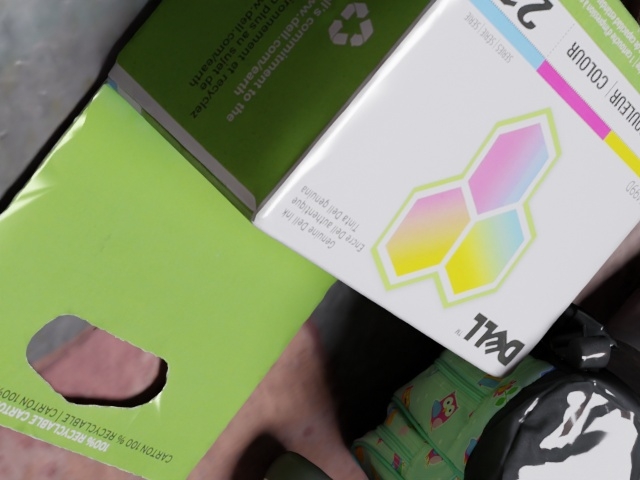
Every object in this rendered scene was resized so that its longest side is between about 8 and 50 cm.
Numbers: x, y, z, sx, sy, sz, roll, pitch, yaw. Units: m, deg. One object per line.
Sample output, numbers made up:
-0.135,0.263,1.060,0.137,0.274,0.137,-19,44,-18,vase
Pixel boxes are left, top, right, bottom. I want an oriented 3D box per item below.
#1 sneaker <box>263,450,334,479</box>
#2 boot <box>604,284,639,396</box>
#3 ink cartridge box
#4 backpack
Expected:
-0.025,0.220,0.793,0.145,0.090,0.270,-36,145,-20,sneaker
0.262,0.051,0.958,0.280,0.096,0.264,-38,136,-24,boot
0.000,0.000,0.609,0.255,0.097,0.189,-51,144,4,ink cartridge box
0.091,0.099,0.733,0.115,0.182,0.152,-38,107,-7,backpack
